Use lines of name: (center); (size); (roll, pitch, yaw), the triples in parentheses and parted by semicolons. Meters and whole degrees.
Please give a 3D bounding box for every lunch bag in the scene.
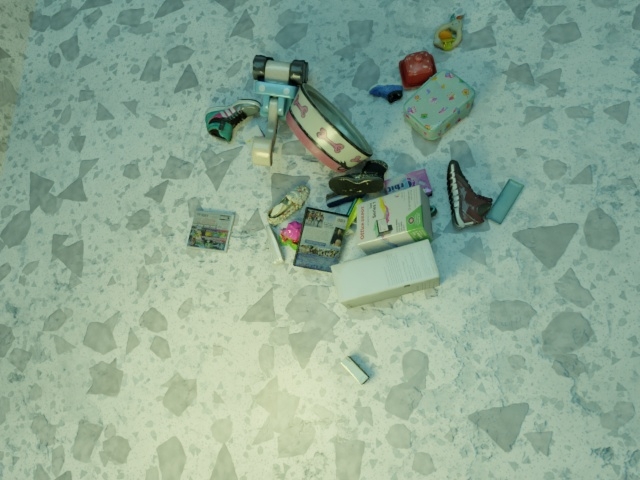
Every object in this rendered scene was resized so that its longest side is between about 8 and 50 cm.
lunch bag: (0.504, -0.584, 1.929); (0.279, 0.108, 0.224); (-41, 65, -2)

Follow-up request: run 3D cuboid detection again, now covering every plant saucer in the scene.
plant saucer: (0.737, -0.154, 1.802); (0.067, 0.018, 0.192); (31, 85, 19)

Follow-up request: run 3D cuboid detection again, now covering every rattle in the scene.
rattle: (0.579, -0.965, 2.003); (0.130, 0.142, 0.200); (33, 91, 38)

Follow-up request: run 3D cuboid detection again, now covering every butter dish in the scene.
butter dish: (0.433, -0.774, 1.989); (0.160, 0.118, 0.160); (-10, 72, 8)

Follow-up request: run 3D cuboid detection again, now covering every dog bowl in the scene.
dog bowl: (0.026, -0.453, 1.872); (0.150, 0.408, 0.408); (-43, 69, 21)

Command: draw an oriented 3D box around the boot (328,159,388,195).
boot: (0.166, -0.270, 1.909); (0.236, 0.085, 0.179); (1, 37, 21)

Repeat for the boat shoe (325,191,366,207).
boat shoe: (0.107, -0.203, 1.943); (0.183, 0.066, 0.066); (-16, 64, 5)

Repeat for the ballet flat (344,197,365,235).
ballet flat: (0.123, -0.074, 1.906); (0.077, 0.077, 0.231); (35, 84, -9)

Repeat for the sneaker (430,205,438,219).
sneaker: (0.398, -0.112, 1.842); (0.166, 0.076, 0.065); (-15, 71, 9)

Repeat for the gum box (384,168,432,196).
gum box: (0.361, -0.217, 1.886); (0.188, 0.062, 0.107); (-16, 72, 9)

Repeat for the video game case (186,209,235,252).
video game case: (-0.504, -0.042, 2.072); (0.201, 0.023, 0.184); (7, 77, 14)

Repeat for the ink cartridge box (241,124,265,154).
ink cartridge box: (-0.287, -0.442, 2.091); (0.089, 0.092, 0.143); (-29, 72, 4)

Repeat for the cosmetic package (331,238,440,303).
cosmetic package: (0.252, 0.137, 1.738); (0.384, 0.217, 0.156); (-18, 71, 10)

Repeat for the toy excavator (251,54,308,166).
toy excavator: (-0.197, -0.579, 2.006); (0.222, 0.433, 0.446); (7, 110, 3)

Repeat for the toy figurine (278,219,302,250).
toy figurine: (-0.119, -0.032, 1.902); (0.173, 0.159, 0.130); (1, 75, 14)

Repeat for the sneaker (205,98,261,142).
sneaker: (-0.420, -0.558, 2.136); (0.295, 0.124, 0.179); (-8, 68, 19)

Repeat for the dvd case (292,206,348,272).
dvd case: (0.000, 0.000, 1.844); (0.180, 0.022, 0.253); (11, 104, -12)

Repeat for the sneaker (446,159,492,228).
sneaker: (0.602, -0.191, 1.811); (0.162, 0.106, 0.282); (-6, 84, 7)

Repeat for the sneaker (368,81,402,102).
sneaker: (0.294, -0.660, 2.026); (0.152, 0.058, 0.085); (-4, 66, 6)

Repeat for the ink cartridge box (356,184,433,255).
ink cartridge box: (0.286, -0.073, 1.774); (0.278, 0.117, 0.202); (-16, 55, 29)

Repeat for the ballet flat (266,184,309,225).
ballet flat: (-0.144, -0.159, 1.987); (0.091, 0.077, 0.241); (43, 87, 21)

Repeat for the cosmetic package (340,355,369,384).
cosmetic package: (0.134, 0.503, 1.747); (0.041, 0.060, 0.115); (-46, 71, -3)

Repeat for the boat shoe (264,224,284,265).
boat shoe: (-0.213, 0.022, 1.966); (0.063, 0.066, 0.184); (-22, 81, 6)
